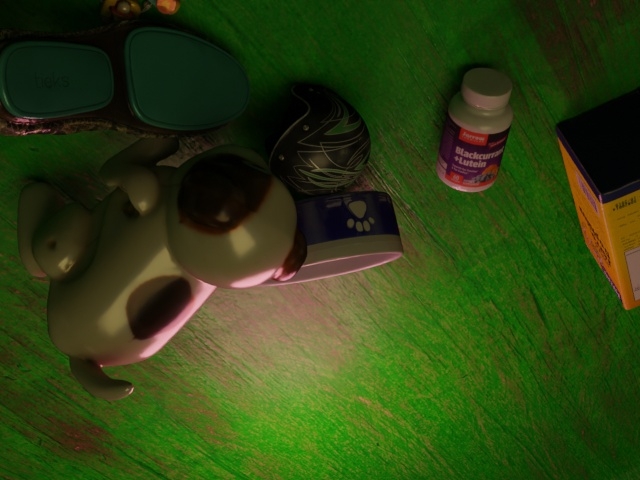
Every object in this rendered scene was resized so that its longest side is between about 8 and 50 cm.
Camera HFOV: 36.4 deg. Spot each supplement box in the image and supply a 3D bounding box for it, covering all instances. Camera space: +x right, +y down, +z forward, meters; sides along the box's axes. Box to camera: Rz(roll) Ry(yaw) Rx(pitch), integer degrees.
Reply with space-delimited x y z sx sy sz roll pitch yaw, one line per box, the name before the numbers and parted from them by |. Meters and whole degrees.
supplement box | 0.583 -0.073 1.778 0.194 0.195 0.356 -24 136 6

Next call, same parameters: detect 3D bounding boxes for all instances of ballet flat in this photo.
ballet flat | -0.307 -0.215 1.314 0.182 0.164 0.483 3 -171 35

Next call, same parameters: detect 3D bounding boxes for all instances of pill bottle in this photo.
pill bottle | 0.258 -0.184 1.615 0.108 0.108 0.193 -7 136 -13

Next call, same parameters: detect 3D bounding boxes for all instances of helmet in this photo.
helmet | -0.004 -0.149 1.520 0.169 0.161 0.169 -10 136 -9

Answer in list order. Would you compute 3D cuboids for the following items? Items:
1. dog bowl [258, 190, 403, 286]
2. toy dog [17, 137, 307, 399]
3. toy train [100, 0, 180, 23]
dog bowl | 0.000 0.000 1.623 0.265 0.104 0.265 -11 172 -1
toy dog | -0.226 0.003 1.435 0.408 0.395 0.284 -25 129 25
toy train | -0.255 -0.346 1.317 0.166 0.046 0.125 -9 137 -9
